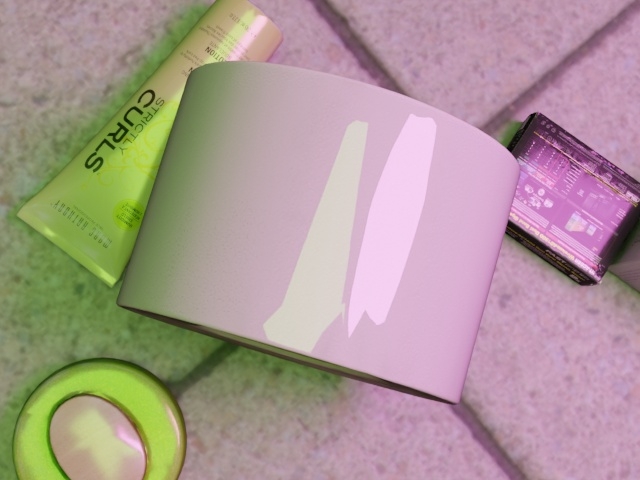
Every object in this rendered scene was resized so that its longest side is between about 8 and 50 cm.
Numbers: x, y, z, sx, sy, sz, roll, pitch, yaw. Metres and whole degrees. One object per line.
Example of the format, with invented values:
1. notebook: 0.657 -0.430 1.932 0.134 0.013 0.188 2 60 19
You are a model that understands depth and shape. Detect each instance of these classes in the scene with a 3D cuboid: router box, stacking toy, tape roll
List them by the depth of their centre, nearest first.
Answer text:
1. tape roll: 0.000 0.000 0.718 0.246 0.246 0.169 17 82 -6
2. stacking toy: -0.212 0.228 0.720 0.309 0.130 0.279 -4 85 -9
3. router box: 0.198 -0.033 0.853 0.122 0.038 0.092 35 80 -3

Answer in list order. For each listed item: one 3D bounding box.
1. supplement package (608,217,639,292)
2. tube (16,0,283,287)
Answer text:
1. supplement package: 0.346 0.028 0.834 0.179 0.105 0.105 36 79 -3
2. tube: -0.123 -0.084 0.805 0.070 0.062 0.240 35 84 38
